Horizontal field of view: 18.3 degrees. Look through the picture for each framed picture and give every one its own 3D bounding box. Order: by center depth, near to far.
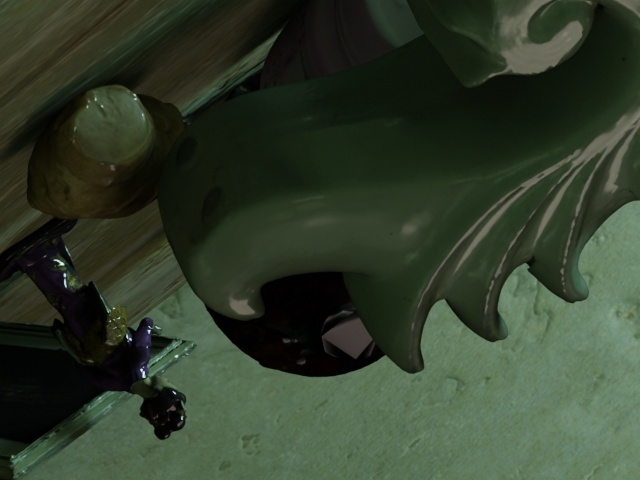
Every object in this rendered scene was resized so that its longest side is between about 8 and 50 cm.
[{"bbox_3d":[-0.283,0.131,1.729,0.293,0.018,0.231,2,-152,41],"label":"framed picture"}]

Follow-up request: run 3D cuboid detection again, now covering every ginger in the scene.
[{"bbox_3d":[-0.129,-0.054,1.207,0.095,0.069,0.190,-64,173,9],"label":"ginger"}]

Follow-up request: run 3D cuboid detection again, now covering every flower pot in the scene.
[{"bbox_3d":[0.095,-0.085,1.186,0.254,0.164,0.367,24,114,-37],"label":"flower pot"}]

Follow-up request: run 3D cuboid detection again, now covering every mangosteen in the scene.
[{"bbox_3d":[-0.003,0.014,2.389,0.311,0.311,0.311,-37,179,-1],"label":"mangosteen"}]

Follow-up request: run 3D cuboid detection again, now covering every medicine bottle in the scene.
[{"bbox_3d":[0.054,-0.136,1.410,0.152,0.152,0.254,-37,177,-21],"label":"medicine bottle"}]

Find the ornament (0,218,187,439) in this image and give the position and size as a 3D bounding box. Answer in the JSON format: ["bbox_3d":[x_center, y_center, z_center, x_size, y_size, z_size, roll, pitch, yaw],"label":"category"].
[{"bbox_3d":[-0.174,0.072,1.629,0.081,0.203,0.088,-45,180,-30],"label":"ornament"}]

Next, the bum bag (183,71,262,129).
[{"bbox_3d":[-0.045,-0.102,1.642,0.248,0.069,0.102,-35,141,-38],"label":"bum bag"}]
